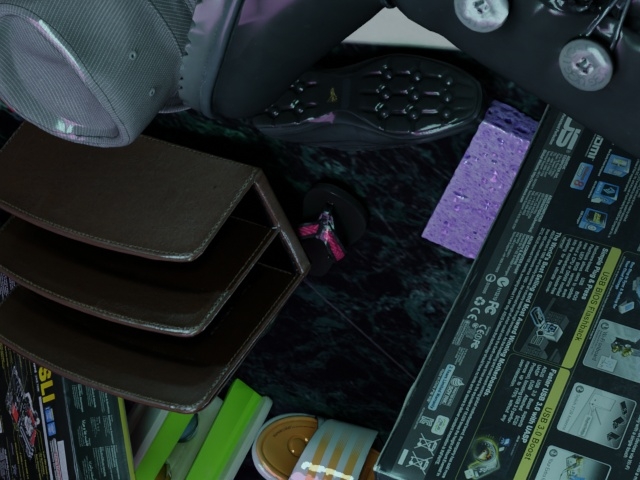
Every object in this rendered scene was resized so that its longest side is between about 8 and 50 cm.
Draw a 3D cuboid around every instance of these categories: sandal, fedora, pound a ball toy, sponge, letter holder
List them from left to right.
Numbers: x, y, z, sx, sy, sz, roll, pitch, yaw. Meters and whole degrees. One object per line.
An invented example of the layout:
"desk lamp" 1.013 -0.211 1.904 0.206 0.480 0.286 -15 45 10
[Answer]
"fedora" -0.218 -0.181 1.595 0.244 0.124 0.275 14 147 22
"letter holder" -0.203 0.019 1.759 0.302 0.214 0.152 17 149 35
"pound a ball toy" -0.168 0.310 2.109 0.208 0.319 0.136 39 149 -19
"sandal" 0.000 0.000 1.773 0.067 0.040 0.179 30 150 1
"sandal" 0.054 0.264 2.088 0.265 0.102 0.076 23 149 -7
"sponge" 0.170 -0.036 1.587 0.117 0.031 0.210 27 150 2

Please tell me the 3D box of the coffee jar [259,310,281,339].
"coffee jar" -0.113 0.090 1.968 0.096 0.079 0.184 31 150 -5

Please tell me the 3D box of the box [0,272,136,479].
"box" -0.315 0.147 2.017 0.079 0.322 0.257 -3 168 -36

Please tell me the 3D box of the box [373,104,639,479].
"box" 0.260 0.078 1.324 0.318 0.395 0.097 16 148 19

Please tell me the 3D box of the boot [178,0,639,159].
"boot" 0.140 -0.139 1.317 0.445 0.146 0.367 25 140 1

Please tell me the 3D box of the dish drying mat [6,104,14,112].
"dish drying mat" -0.329 -0.162 1.834 0.032 0.008 0.083 -3 139 44

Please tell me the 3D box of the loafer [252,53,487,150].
"loafer" 0.046 -0.115 1.540 0.223 0.076 0.078 0 170 32
